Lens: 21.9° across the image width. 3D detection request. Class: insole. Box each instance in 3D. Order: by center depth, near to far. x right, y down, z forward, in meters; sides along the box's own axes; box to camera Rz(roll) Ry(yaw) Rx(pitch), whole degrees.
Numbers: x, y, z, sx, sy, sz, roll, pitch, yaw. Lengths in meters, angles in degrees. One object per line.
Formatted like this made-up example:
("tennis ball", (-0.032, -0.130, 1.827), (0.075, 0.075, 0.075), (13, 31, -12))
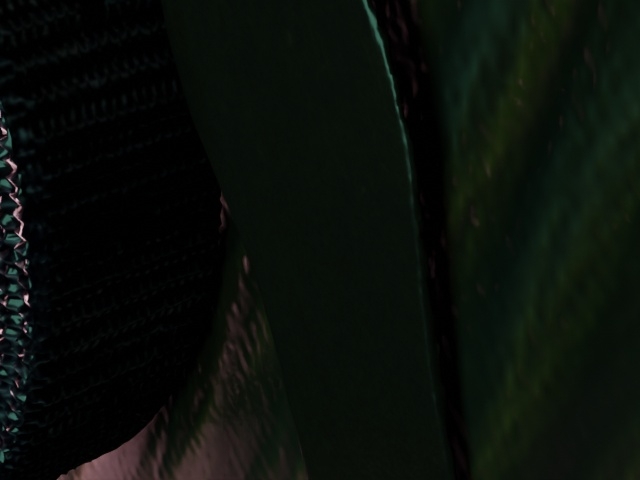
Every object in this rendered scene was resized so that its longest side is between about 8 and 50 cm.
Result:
("insole", (0.000, 0.000, 0.546), (0.111, 0.007, 0.328), (5, 113, 52))

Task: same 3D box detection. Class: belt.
("belt", (-0.159, -0.029, 0.679), (0.260, 0.122, 0.325), (50, 140, 22))
